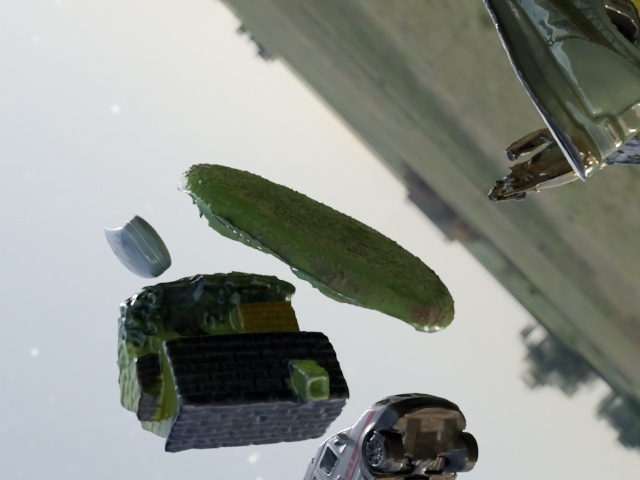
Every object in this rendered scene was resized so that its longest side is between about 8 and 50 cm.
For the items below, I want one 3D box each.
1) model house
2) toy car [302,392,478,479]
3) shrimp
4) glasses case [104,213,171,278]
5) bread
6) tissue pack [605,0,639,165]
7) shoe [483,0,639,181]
[{"bbox_3d":[-0.091,0.126,1.713,0.194,0.170,0.211,-1,-174,-22],"label":"model house"},{"bbox_3d":[0.037,0.195,1.266,0.089,0.210,0.108,5,-157,-32],"label":"toy car"},{"bbox_3d":[0.286,-0.104,2.102,0.143,0.251,0.052,15,119,49],"label":"shrimp"},{"bbox_3d":[-0.199,0.006,1.827,0.067,0.045,0.178,55,169,-9],"label":"glasses case"},{"bbox_3d":[-0.005,-0.002,1.598,0.301,0.045,0.301,27,-171,-5],"label":"bread"},{"bbox_3d":[0.332,-0.163,1.695,0.082,0.169,0.120,34,166,-25],"label":"tissue pack"},{"bbox_3d":[0.179,-0.160,1.218,0.103,0.098,0.275,54,-167,-45],"label":"shoe"}]
